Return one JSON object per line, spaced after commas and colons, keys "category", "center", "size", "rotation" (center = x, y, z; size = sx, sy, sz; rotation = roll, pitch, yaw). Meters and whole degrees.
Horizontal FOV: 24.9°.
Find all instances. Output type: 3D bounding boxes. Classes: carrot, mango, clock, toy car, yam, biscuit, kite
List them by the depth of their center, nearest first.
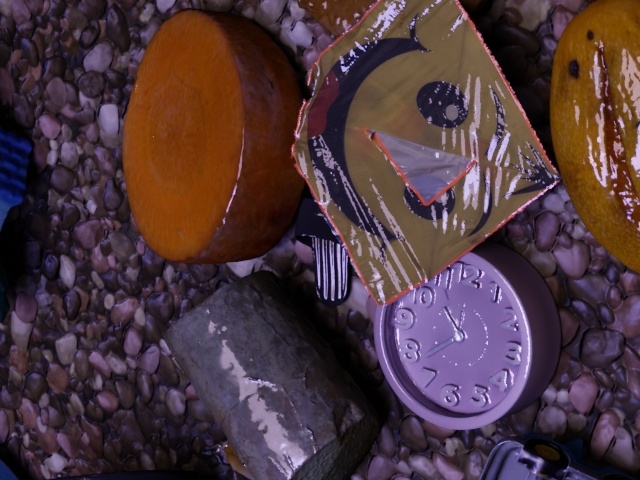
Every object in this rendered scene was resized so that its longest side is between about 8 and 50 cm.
{"category": "mango", "center": [0.306, -0.090, 1.366], "size": [0.177, 0.120, 0.295], "rotation": [-12, 90, 34]}
{"category": "toy car", "center": [0.260, 0.263, 1.480], "size": [0.191, 0.100, 0.097], "rotation": [24, 112, 11]}
{"category": "kite", "center": [0.105, -0.103, 1.501], "size": [0.327, 0.013, 0.378], "rotation": [20, 108, 34]}
{"category": "biscuit", "center": [0.077, -0.337, 1.529], "size": [0.296, 0.075, 0.296], "rotation": [9, 104, 37]}
{"category": "clock", "center": [0.154, 0.099, 1.544], "size": [0.197, 0.068, 0.197], "rotation": [6, 100, 36]}
{"category": "yam", "center": [-0.053, 0.166, 1.656], "size": [0.161, 0.161, 0.268], "rotation": [-48, 68, 32]}
{"category": "carrot", "center": [-0.130, -0.125, 1.705], "size": [0.258, 0.100, 0.307], "rotation": [-19, 73, 42]}

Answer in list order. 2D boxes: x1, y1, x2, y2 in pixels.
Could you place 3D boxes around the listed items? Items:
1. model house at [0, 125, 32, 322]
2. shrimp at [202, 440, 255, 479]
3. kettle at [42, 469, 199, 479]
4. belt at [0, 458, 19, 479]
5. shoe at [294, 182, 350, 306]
{"category": "model house", "center": [-0.528, -0.091, 1.962], "size": [0.295, 0.251, 0.329], "rotation": [8, 79, 59]}
{"category": "shrimp", "center": [-0.040, 0.355, 1.719], "size": [0.185, 0.068, 0.287], "rotation": [-25, 75, 25]}
{"category": "kettle", "center": [-0.239, 0.437, 1.799], "size": [0.207, 0.268, 0.290], "rotation": [-6, 79, 1]}
{"category": "belt", "center": [-0.582, 0.415, 2.084], "size": [0.436, 0.173, 0.300], "rotation": [19, 117, 37]}
{"category": "shoe", "center": [0.000, 0.000, 1.657], "size": [0.062, 0.053, 0.159], "rotation": [1, 100, 40]}
